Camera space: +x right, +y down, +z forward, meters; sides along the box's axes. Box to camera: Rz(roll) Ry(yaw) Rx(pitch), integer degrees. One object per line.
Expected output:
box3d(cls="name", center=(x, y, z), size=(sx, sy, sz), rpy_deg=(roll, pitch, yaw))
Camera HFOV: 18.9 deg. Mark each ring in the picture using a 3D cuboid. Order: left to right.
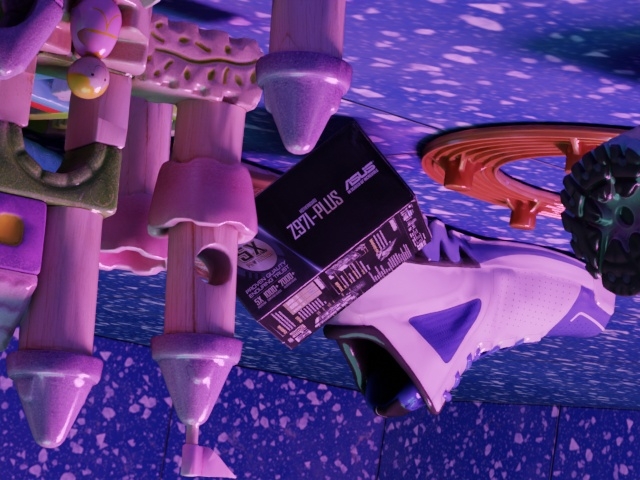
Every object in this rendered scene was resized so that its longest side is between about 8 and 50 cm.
box3d(cls="ring", center=(0.239, -0.030, 1.435), size=(0.337, 0.032, 0.336), rpy_deg=(8, 172, 1))

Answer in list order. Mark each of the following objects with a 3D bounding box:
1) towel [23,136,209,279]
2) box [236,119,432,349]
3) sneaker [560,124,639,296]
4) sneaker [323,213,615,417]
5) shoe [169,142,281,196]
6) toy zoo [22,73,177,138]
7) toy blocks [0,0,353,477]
box3d(cls="towel", center=(-0.208, -0.031, 1.569), size=(0.271, 0.040, 0.370), rpy_deg=(15, 171, 42))
box3d(cls="box", center=(0.000, 0.000, 1.451), size=(0.077, 0.147, 0.180), rpy_deg=(52, 180, 12))
box3d(cls="sneaker", center=(0.249, -0.066, 1.049), size=(0.122, 0.110, 0.283), rpy_deg=(-26, 178, -34))
box3d(cls="sneaker", center=(0.115, 0.083, 1.792), size=(0.316, 0.182, 0.127), rpy_deg=(14, 171, -33))
box3d(cls="shoe", center=(-0.064, -0.034, 1.626), size=(0.058, 0.076, 0.219), rpy_deg=(37, -174, 35))
box3d(cls="toy zoo", center=(-0.228, -0.121, 1.308), size=(0.192, 0.030, 0.293), rpy_deg=(1, 168, 41))
box3d(cls="toy blocks", center=(-0.150, -0.014, 1.063), size=(0.289, 0.260, 0.309), rpy_deg=(13, 164, -31))
